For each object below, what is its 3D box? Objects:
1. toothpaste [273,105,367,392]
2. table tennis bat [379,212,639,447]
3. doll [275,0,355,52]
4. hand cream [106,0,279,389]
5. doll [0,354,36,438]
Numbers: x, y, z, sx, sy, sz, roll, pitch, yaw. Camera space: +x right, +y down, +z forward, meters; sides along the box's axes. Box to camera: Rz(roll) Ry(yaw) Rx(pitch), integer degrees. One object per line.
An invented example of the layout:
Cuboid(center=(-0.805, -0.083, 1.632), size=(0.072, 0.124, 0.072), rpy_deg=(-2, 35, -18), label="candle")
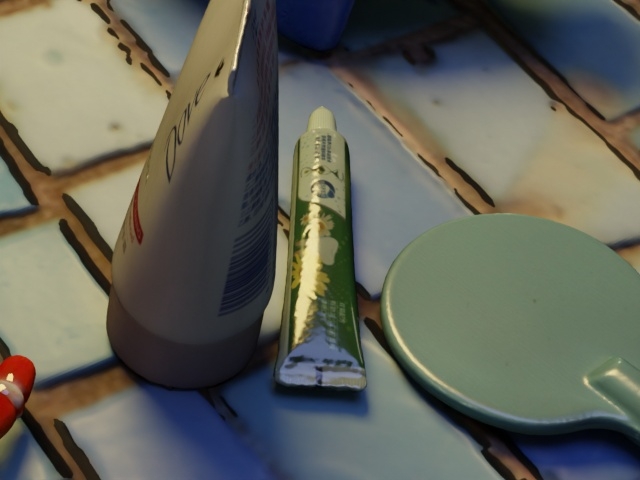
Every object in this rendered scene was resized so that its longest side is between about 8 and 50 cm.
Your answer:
Cuboid(center=(0.000, 0.000, 0.966), size=(0.049, 0.031, 0.204), rpy_deg=(4, 48, -4), label="toothpaste")
Cuboid(center=(0.139, 0.065, 0.926), size=(0.153, 0.040, 0.244), rpy_deg=(-31, 55, -32), label="table tennis bat")
Cuboid(center=(-0.006, -0.276, 1.120), size=(0.376, 0.187, 0.365), rpy_deg=(-27, 48, -11), label="doll")
Cuboid(center=(-0.052, -0.032, 0.834), size=(0.083, 0.248, 0.133), rpy_deg=(9, 44, -6), label="hand cream")
Cuboid(center=(-0.197, 0.101, 0.802), size=(0.142, 0.076, 0.245), rpy_deg=(-4, 44, -13), label="doll")
